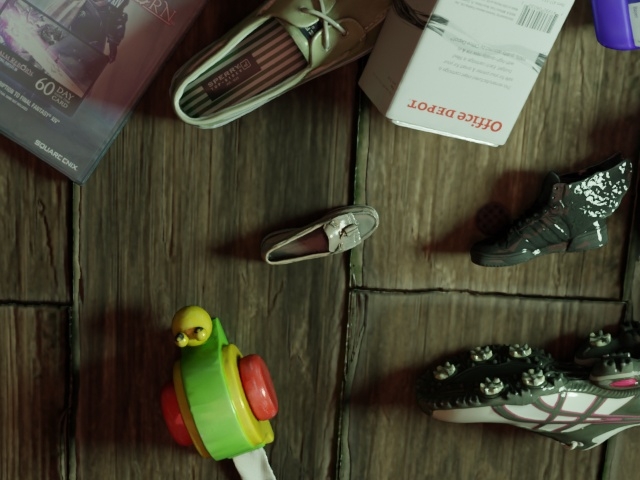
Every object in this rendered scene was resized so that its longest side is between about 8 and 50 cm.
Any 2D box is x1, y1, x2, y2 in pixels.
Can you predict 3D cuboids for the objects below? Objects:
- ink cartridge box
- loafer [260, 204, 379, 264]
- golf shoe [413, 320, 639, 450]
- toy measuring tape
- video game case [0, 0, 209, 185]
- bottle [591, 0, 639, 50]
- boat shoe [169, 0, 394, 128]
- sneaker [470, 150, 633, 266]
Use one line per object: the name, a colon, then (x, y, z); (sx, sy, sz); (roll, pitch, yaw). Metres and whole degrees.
ink cartridge box: (0.139, -0.197, 1.239); (0.139, 0.082, 0.191); (10, 118, -30)
loafer: (0.000, 0.000, 1.355); (0.125, 0.039, 0.045); (-17, 106, 5)
golf shoe: (0.235, 0.168, 1.381); (0.273, 0.105, 0.120); (-7, 114, 2)
toy measuring tape: (-0.083, 0.220, 1.384); (0.121, 0.121, 0.330); (-18, 107, 5)
video game case: (-0.237, -0.215, 1.293); (0.196, 0.026, 0.274); (34, 105, -11)
bottle: (0.388, -0.249, 1.224); (0.283, 0.092, 0.118); (-7, 119, 17)
boat shoe: (-0.011, -0.194, 1.265); (0.302, 0.094, 0.109); (-36, 105, 9)
sneaker: (0.229, -0.031, 1.346); (0.170, 0.051, 0.089); (-10, 107, -3)
